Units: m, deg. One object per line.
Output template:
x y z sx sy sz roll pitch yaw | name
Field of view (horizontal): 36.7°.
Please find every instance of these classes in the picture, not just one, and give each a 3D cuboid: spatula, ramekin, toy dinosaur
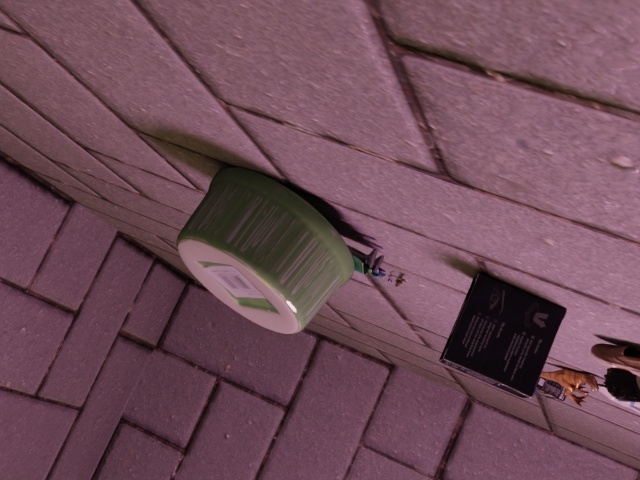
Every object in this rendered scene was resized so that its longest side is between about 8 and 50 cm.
0.729 0.371 2.083 0.242 0.019 0.168 27 165 -15 | spatula
-0.105 0.028 1.684 0.303 0.148 0.303 31 158 14 | ramekin
0.534 0.302 2.111 0.211 0.064 0.112 -3 134 51 | toy dinosaur

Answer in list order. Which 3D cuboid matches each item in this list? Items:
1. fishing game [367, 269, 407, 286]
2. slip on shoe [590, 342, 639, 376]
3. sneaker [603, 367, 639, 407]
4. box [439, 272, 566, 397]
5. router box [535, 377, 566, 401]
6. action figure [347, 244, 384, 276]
0.045 0.043 1.950 0.264 0.041 0.189 25 173 1 | fishing game
0.508 0.191 1.601 0.135 0.051 0.041 25 134 54 | slip on shoe
0.584 0.261 1.647 0.086 0.085 0.237 35 168 -28 | sneaker
0.299 0.159 1.592 0.158 0.156 0.093 24 171 7 | box
0.543 0.359 2.396 0.092 0.038 0.122 27 170 -18 | router box
0.000 0.000 1.761 0.232 0.063 0.137 22 172 21 | action figure
